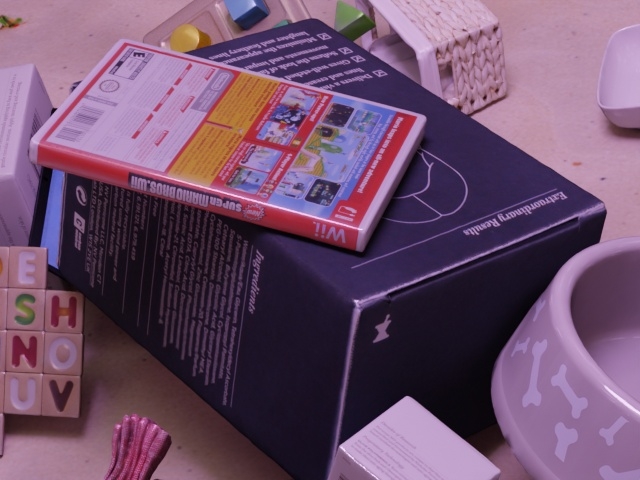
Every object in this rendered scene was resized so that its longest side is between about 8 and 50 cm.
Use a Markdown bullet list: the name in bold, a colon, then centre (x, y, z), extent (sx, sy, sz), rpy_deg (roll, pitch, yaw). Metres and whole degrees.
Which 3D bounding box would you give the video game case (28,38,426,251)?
- **video game case**: centre (-0.072, -0.085, 1.633), extent (0.285, 0.025, 0.204), rpy_deg (15, 34, 10)

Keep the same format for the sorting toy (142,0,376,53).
- **sorting toy**: centre (-0.095, -0.202, 2.095), extent (0.347, 0.047, 0.196), rpy_deg (-34, 61, 14)

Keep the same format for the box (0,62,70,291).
- **box**: centre (-0.328, -0.050, 1.993), extent (0.119, 0.182, 0.181), rpy_deg (-9, 42, 9)

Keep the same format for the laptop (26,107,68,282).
- **laptop**: centre (-0.134, -0.036, 1.953), extent (0.264, 0.137, 0.234), rpy_deg (-9, 42, 9)

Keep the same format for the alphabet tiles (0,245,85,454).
- **alphabet tiles**: centre (-0.333, 0.103, 1.857), extent (0.237, 0.009, 0.198), rpy_deg (2, 89, 19)

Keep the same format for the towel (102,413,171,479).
- **towel**: centre (-0.205, 0.282, 1.477), extent (0.037, 0.237, 0.329), rpy_deg (28, 81, 1)

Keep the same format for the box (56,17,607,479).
- **box**: centre (0.000, 0.000, 1.736), extent (0.293, 0.212, 0.395), rpy_deg (-19, 42, -36)

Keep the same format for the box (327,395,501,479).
- **box**: centre (0.066, 0.199, 1.518), extent (0.102, 0.101, 0.087), rpy_deg (37, 46, 21)

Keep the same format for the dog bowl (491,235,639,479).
- **dog bowl**: centre (0.316, 0.122, 1.564), extent (0.348, 0.102, 0.349), rpy_deg (12, 33, -8)

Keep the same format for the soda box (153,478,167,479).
- **soda box**: centre (-0.012, 0.264, 1.566), extent (0.263, 0.083, 0.092), rpy_deg (7, 42, -7)

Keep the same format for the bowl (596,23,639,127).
- **bowl**: centre (0.360, -0.166, 1.999), extent (0.142, 0.053, 0.142), rpy_deg (-7, 41, 24)

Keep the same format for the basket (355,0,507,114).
- **basket**: centre (0.119, -0.211, 2.090), extent (0.103, 0.113, 0.167), rpy_deg (-21, 41, -13)
